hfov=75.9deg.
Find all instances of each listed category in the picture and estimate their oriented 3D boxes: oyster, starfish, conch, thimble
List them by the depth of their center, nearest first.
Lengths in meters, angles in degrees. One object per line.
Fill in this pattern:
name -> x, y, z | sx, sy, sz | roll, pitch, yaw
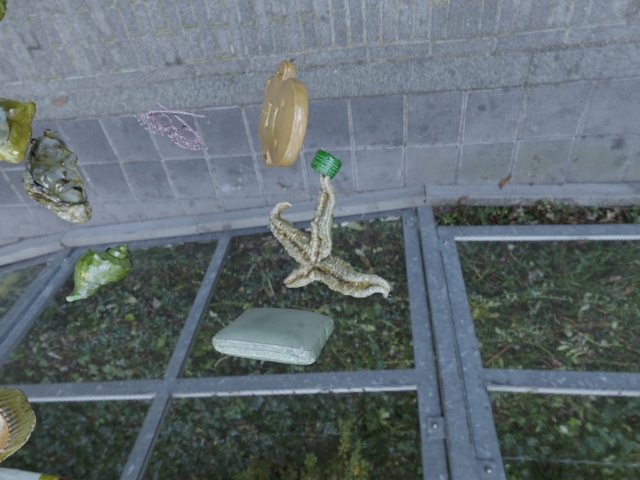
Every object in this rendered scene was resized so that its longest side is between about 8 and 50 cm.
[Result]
conch -> -0.350, 0.049, 0.655 | 0.074, 0.089, 0.121 | 42, 86, -6
starfish -> 0.000, 0.000, 1.084 | 0.082, 0.325, 0.431 | -10, 180, -34
oyster -> -0.712, -0.175, 1.114 | 0.166, 0.295, 0.094 | 18, 130, -44
thimble -> 0.021, -0.311, 1.670 | 0.118, 0.130, 0.090 | 31, 99, -5

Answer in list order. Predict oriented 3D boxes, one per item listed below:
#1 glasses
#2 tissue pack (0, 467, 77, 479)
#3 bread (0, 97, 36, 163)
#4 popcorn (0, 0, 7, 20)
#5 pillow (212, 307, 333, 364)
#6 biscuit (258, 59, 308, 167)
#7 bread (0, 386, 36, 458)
glasses -> -0.507, -0.406, 1.448 | 0.255, 0.162, 0.095 | 24, 132, -15
tissue pack -> -0.281, 0.302, 0.396 | 0.105, 0.099, 0.149 | 15, 126, -6
bread -> -1.094, -0.388, 1.424 | 0.160, 0.088, 0.234 | 4, 88, 10
popcorn -> -0.984, -0.682, 1.115 | 0.212, 0.198, 0.198 | -9, 133, -9
pillow -> -0.137, 0.287, 1.264 | 0.321, 0.255, 0.120 | 1, 103, 16
biscuit -> -0.109, -0.316, 1.063 | 0.052, 0.355, 0.276 | 5, 118, -21
bread -> -0.893, 0.507, 1.073 | 0.250, 0.133, 0.179 | -36, 88, 1
